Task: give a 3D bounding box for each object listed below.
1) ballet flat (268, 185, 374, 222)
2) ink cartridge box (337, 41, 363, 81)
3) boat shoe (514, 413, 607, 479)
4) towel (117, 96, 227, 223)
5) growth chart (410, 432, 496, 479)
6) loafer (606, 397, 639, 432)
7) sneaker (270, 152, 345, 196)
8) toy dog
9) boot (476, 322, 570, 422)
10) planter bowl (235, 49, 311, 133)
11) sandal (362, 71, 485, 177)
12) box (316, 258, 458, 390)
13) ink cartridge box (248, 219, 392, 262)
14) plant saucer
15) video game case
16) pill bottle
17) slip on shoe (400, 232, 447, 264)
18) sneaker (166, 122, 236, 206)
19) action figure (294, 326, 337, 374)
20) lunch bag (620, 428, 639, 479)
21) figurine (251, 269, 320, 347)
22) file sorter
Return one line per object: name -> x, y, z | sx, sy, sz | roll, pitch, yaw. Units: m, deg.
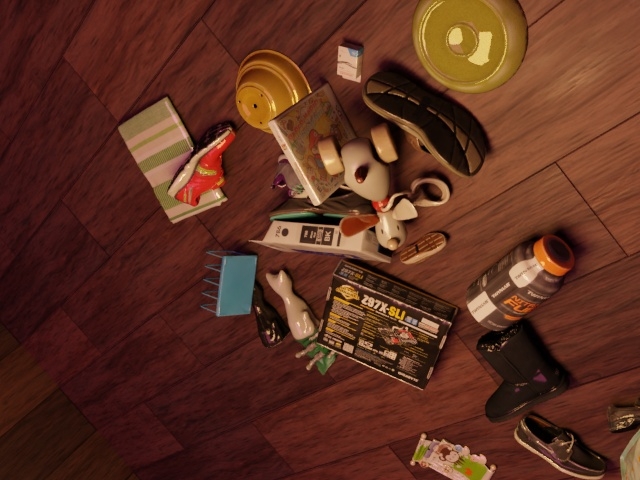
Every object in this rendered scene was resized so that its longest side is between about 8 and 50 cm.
ballet flat -> 0.005, -0.091, 1.811 | 0.280, 0.095, 0.096 | 1, 78, 24
ink cartridge box -> 0.064, -0.385, 1.600 | 0.048, 0.028, 0.083 | 21, 131, 23
boat shoe -> 0.597, 0.511, 1.813 | 0.233, 0.084, 0.079 | 27, 133, 22
towel -> -0.420, -0.219, 2.063 | 0.248, 0.038, 0.325 | -17, 107, 40
growth chart -> 0.379, 0.639, 2.105 | 0.237, 0.021, 0.172 | 22, 129, 21
loafer -> 0.726, 0.383, 1.648 | 0.170, 0.061, 0.062 | -24, 147, 27
sneaker -> -0.024, -0.141, 1.763 | 0.223, 0.083, 0.098 | 18, 86, 43
toy dog -> 0.122, -0.094, 1.572 | 0.220, 0.161, 0.333 | -33, 122, 27
boot -> 0.445, 0.316, 1.774 | 0.207, 0.094, 0.246 | 47, 129, -6
planter bowl -> -0.134, -0.333, 1.737 | 0.217, 0.090, 0.217 | 19, 130, 24
sandal -> 0.221, -0.246, 1.548 | 0.303, 0.120, 0.086 | 40, 163, 8
box -> 0.164, 0.220, 1.892 | 0.322, 0.079, 0.257 | 22, 127, 12
ink cartridge box -> 0.000, 0.000, 1.827 | 0.332, 0.165, 0.065 | 4, 82, 31
plant saucer -> 0.282, -0.396, 1.432 | 0.241, 0.037, 0.241 | 19, 130, 24
video game case -> 0.002, -0.218, 1.622 | 0.026, 0.227, 0.206 | -16, 110, 43
pill bottle -> 0.438, 0.087, 1.595 | 0.130, 0.130, 0.246 | 42, 135, 3
slip on shoe -> 0.252, 0.023, 1.749 | 0.041, 0.051, 0.135 | 23, 138, -37
sneaker -> -0.293, -0.198, 1.940 | 0.118, 0.107, 0.279 | 32, 124, -20
action figure -> 0.016, 0.292, 2.095 | 0.137, 0.063, 0.232 | 47, 132, 3
lunch bag -> 0.797, 0.479, 1.574 | 0.223, 0.160, 0.262 | 14, 132, 8
figurine -> -0.126, 0.188, 2.108 | 0.215, 0.092, 0.209 | -21, 103, 42
file sorter -> -0.266, 0.118, 2.084 | 0.104, 0.118, 0.170 | 14, 99, 44
